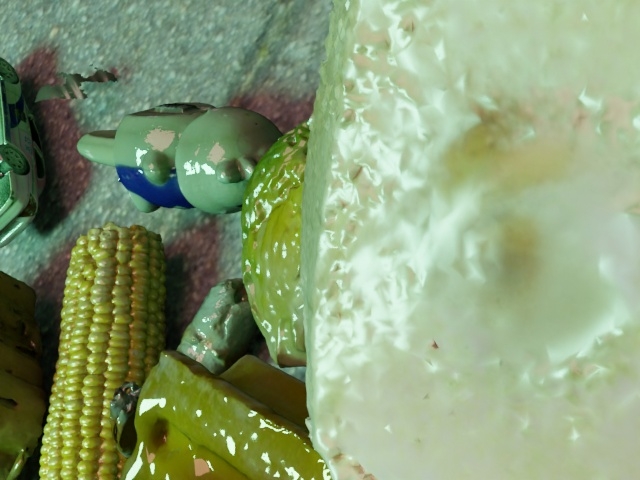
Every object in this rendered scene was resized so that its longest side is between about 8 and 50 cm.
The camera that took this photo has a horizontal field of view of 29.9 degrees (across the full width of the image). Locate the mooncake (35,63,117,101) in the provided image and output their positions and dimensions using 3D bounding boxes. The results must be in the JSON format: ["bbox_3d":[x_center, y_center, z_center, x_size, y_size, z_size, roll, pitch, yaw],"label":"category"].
[{"bbox_3d":[-0.158,-0.273,1.156,0.150,0.057,0.347,6,69,53],"label":"mooncake"}]

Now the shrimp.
[{"bbox_3d":[-0.105,0.090,0.892,0.049,0.166,0.161,30,91,15],"label":"shrimp"}]

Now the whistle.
[{"bbox_3d":[-0.113,-0.069,1.003,0.244,0.110,0.092,7,111,38],"label":"whistle"}]

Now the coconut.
[{"bbox_3d":[0.190,-0.026,0.592,0.404,0.404,0.404,-15,63,33],"label":"coconut"}]

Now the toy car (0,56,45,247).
[{"bbox_3d":[-0.322,-0.088,1.190,0.090,0.076,0.224,-39,45,22],"label":"toy car"}]

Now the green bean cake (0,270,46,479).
[{"bbox_3d":[-0.336,0.150,1.041,0.230,0.131,0.224,-49,33,19],"label":"green bean cake"}]

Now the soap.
[{"bbox_3d":[-0.017,0.235,0.770,0.281,0.143,0.259,26,106,40],"label":"soap"}]

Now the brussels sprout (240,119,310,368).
[{"bbox_3d":[0.002,0.001,0.884,0.139,0.100,0.181,8,104,38],"label":"brussels sprout"}]

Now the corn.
[{"bbox_3d":[-0.172,0.110,0.979,0.093,0.093,0.244,-12,64,35],"label":"corn"}]
